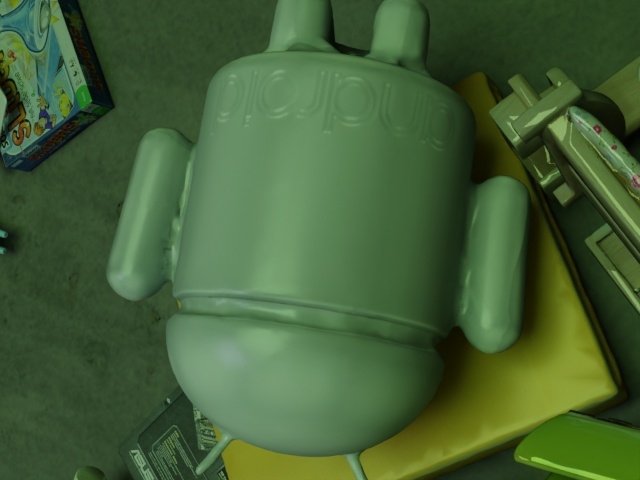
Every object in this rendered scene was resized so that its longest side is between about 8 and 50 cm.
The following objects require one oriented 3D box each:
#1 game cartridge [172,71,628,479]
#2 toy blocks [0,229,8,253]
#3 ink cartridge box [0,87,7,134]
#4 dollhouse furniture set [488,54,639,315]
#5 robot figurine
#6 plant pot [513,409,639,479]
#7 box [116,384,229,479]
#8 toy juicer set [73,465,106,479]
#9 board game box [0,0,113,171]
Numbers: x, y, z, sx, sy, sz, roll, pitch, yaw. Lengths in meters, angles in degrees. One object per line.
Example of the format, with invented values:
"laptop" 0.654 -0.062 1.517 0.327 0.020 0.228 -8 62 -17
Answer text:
"game cartridge" 0.044 0.057 0.963 0.324 0.053 0.285 -26 68 20
"toy blocks" -0.405 0.022 1.294 0.148 0.054 0.123 14 91 33
"ink cartridge box" -0.404 -0.163 1.279 0.180 0.060 0.104 52 134 35
"dollhouse furniture set" 0.224 -0.056 0.692 0.174 0.355 0.303 -37 66 8
"robot figurine" 0.000 0.000 0.855 0.300 0.200 0.353 7 81 7
"plant pot" 0.224 0.229 0.754 0.227 0.228 0.207 11 84 27
"box" -0.059 0.218 1.042 0.183 0.056 0.231 -45 63 19
"toy juicer set" -0.184 0.311 1.043 0.329 0.089 0.209 21 111 45
"board game box" -0.306 -0.193 1.266 0.136 0.035 0.201 -33 68 26
